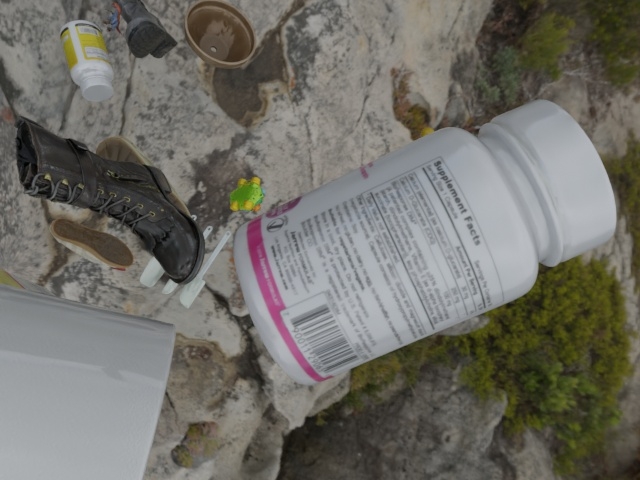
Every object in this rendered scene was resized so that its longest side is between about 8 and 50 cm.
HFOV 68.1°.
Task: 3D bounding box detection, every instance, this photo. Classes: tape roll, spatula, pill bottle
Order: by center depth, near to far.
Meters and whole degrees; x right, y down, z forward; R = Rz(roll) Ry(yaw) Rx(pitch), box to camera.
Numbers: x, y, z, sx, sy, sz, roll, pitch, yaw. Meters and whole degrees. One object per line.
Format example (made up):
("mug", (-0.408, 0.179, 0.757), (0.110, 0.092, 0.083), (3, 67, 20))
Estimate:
("tape roll", (-0.217, 0.158, 0.329), (0.169, 0.246, 0.246), (18, 77, -16))
("pill bottle", (0.082, 0.001, 0.418), (0.282, 0.160, 0.161), (-25, 103, 7))
("pill bottle", (-0.374, -0.288, 0.767), (0.065, 0.065, 0.117), (-12, 76, -34))
("spatula", (-0.366, 0.045, 1.304), (0.168, 0.019, 0.242), (24, 70, 14))

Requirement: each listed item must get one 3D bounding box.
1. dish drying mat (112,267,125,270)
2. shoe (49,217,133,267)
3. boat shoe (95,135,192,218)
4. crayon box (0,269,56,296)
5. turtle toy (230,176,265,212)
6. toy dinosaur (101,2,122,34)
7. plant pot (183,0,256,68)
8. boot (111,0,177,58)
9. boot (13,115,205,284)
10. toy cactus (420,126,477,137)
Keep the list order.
("dish drying mat", (-0.594, 0.075, 1.375), (0.032, 0.083, 0.008), (44, 85, 7))
("shoe", (-0.591, 0.010, 1.228), (0.219, 0.058, 0.077), (35, 51, -32))
("boat shoe", (-0.376, -0.101, 1.068), (0.109, 0.098, 0.302), (-32, 111, 5))
("crayon box", (-0.634, 0.112, 0.919), (0.081, 0.202, 0.318), (-57, 150, -13))
("turtle toy", (-0.200, -0.114, 1.280), (0.066, 0.130, 0.095), (37, 61, -47))
("toy dinosaur", (-0.545, -0.593, 1.255), (0.090, 0.082, 0.047), (-22, 92, -62))
("plant pot", (-0.342, -0.663, 1.571), (0.237, 0.109, 0.238), (8, 74, -27))
("boot", (-0.568, -0.674, 1.426), (0.118, 0.338, 0.223), (-37, 105, 3))
("boot", (-0.301, -0.049, 0.667), (0.091, 0.263, 0.229), (-46, 152, 15))
("toy cactus", (0.205, -0.064, 0.700), (0.112, 0.218, 0.181), (-38, 141, -49))
